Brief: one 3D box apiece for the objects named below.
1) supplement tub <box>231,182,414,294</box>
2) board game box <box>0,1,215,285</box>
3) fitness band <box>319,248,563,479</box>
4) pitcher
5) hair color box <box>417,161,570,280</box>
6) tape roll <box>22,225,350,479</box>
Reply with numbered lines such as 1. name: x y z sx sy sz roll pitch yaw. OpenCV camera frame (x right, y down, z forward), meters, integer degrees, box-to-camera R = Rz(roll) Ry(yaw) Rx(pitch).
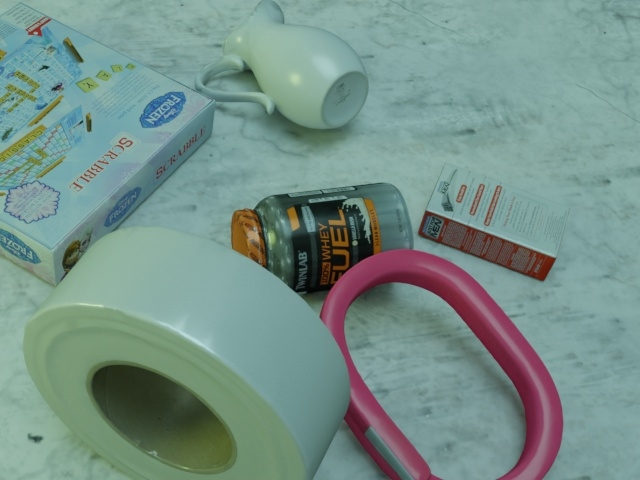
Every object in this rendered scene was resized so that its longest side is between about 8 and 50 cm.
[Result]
1. supplement tub: 0.000 0.000 1.105 0.190 0.117 0.117 -8 52 -17
2. board game box: -0.347 -0.134 1.186 0.317 0.066 0.319 28 50 14
3. fitness band: 0.121 0.143 1.010 0.209 0.054 0.291 -30 74 -26
4. pitcher: -0.053 -0.217 1.292 0.177 0.125 0.207 -42 55 -13
5. hair color box: 0.216 -0.024 1.209 0.167 0.053 0.093 22 51 6
6. tape roll: -0.119 0.125 0.867 0.286 0.286 0.100 23 49 9
